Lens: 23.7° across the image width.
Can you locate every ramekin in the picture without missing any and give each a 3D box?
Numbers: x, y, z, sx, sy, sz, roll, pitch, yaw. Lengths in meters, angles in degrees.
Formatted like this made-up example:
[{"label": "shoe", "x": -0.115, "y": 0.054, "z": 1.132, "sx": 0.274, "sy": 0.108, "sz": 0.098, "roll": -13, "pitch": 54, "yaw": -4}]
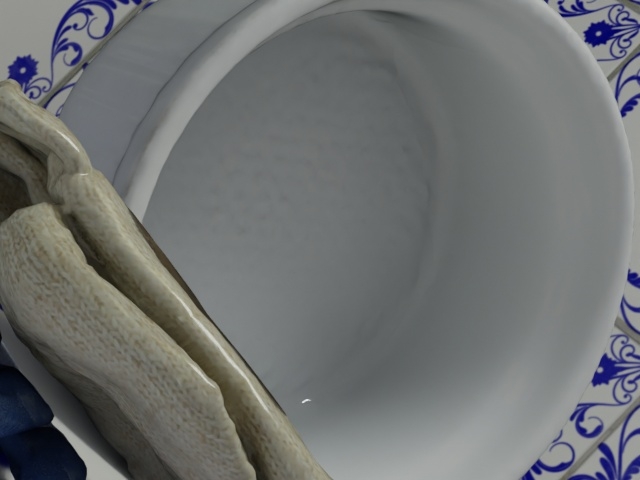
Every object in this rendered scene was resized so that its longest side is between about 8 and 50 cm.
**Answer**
[{"label": "ramekin", "x": 0.000, "y": 0.000, "z": 0.717, "sx": 0.277, "sy": 0.277, "sz": 0.135, "roll": 47, "pitch": -11, "yaw": -33}]

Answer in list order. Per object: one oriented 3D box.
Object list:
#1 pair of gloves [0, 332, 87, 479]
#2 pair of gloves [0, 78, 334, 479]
[{"label": "pair of gloves", "x": -0.115, "y": -0.002, "z": 0.408, "sx": 0.198, "sy": 0.023, "sz": 0.159, "roll": 59, "pitch": -13, "yaw": -7}, {"label": "pair of gloves", "x": -0.041, "y": 0.058, "z": 0.431, "sx": 0.204, "sy": 0.042, "sz": 0.240, "roll": 54, "pitch": -13, "yaw": -3}]
